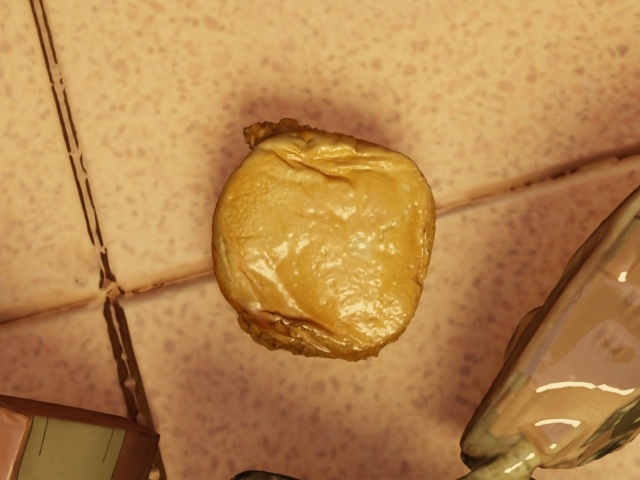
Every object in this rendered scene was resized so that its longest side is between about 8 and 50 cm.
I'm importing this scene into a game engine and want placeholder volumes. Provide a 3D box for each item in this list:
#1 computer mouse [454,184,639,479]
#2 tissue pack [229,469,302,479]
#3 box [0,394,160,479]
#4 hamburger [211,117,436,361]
[{"bbox_3d":[0.195,0.035,0.744,0.389,0.199,0.115,-33,64,-7],"label":"computer mouse"},{"bbox_3d":[0.073,0.229,0.679,0.316,0.228,0.103,27,81,2],"label":"tissue pack"},{"bbox_3d":[-0.186,0.191,0.688,0.086,0.215,0.215,15,82,14],"label":"box"},{"bbox_3d":[0.000,0.000,0.785,0.138,0.083,0.147,10,83,-4],"label":"hamburger"}]
